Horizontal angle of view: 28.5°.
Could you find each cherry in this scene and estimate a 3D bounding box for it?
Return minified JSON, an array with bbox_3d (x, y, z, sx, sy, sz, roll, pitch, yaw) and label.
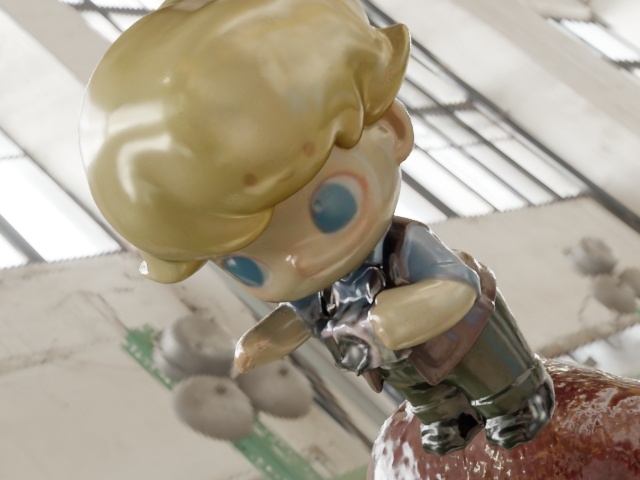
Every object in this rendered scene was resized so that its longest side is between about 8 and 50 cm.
[{"bbox_3d":[0.157,0.178,0.858,0.300,0.230,0.203,-33,37,54],"label":"cherry"}]

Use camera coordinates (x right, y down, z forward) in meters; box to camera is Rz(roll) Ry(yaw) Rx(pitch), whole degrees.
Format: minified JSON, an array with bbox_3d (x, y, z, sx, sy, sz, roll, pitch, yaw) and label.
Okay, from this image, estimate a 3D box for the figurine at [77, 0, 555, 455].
[{"bbox_3d":[0.000,0.000,0.439,0.114,0.196,0.108,-11,29,53],"label":"figurine"}]
